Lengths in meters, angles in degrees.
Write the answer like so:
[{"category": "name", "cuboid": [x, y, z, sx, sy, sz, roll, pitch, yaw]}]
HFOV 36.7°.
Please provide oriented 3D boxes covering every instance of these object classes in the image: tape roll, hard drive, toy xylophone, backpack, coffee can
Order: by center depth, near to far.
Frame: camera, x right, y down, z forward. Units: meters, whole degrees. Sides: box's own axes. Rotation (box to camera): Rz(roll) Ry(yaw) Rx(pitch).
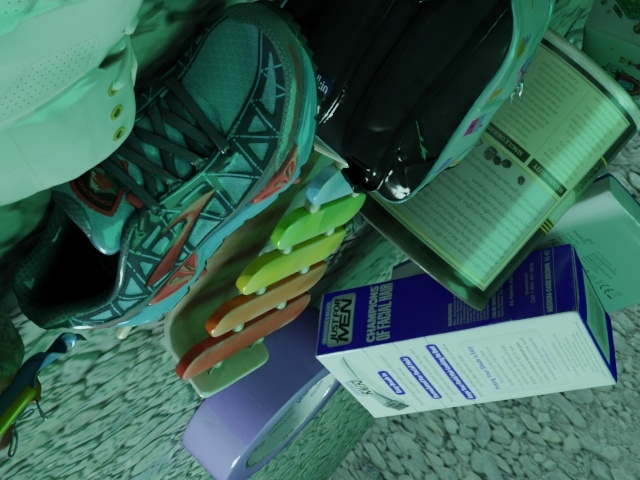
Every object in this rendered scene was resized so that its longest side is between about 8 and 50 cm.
[{"category": "backpack", "cuboid": [0.063, -0.143, 0.642, 0.144, 0.166, 0.188, -37, 165, -40]}, {"category": "toy xylophone", "cuboid": [-0.057, 0.016, 0.881, 0.236, 0.081, 0.322, -30, 157, -48]}, {"category": "coffee can", "cuboid": [0.194, -0.088, 1.086, 0.275, 0.201, 0.201, -50, 165, 7]}, {"category": "hard drive", "cuboid": [0.281, 0.043, 1.239, 0.319, 0.210, 0.040, -26, -139, 36]}, {"category": "tape roll", "cuboid": [-0.067, 0.226, 1.383, 0.275, 0.090, 0.275, -43, 165, -14]}]

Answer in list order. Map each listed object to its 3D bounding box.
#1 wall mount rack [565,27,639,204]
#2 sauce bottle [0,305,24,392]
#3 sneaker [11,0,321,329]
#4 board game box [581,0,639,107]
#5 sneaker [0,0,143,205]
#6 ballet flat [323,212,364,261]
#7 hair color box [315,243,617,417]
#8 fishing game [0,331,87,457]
[{"category": "wall mount rack", "cuboid": [0.359, -0.126, 1.352, 0.350, 0.131, 0.304, -33, 118, -45]}, {"category": "sauce bottle", "cuboid": [-0.299, 0.157, 0.514, 0.344, 0.111, 0.111, -49, 165, 10]}, {"category": "sneaker", "cuboid": [-0.099, -0.032, 0.597, 0.262, 0.104, 0.125, -54, 162, 23]}, {"category": "board game box", "cuboid": [0.396, -0.318, 1.112, 0.303, 0.098, 0.224, -64, 165, -5]}, {"category": "sneaker", "cuboid": [-0.096, -0.123, 0.390, 0.292, 0.108, 0.169, -38, 167, 1]}, {"category": "ballet flat", "cuboid": [0.000, 0.000, 1.104, 0.114, 0.041, 0.041, -45, 165, -6]}, {"category": "hair color box", "cuboid": [0.186, 0.124, 1.239, 0.339, 0.110, 0.185, -14, 139, 24]}, {"category": "fishing game", "cuboid": [-0.216, 0.138, 0.635, 0.189, 0.041, 0.264, -53, -170, -16]}]
